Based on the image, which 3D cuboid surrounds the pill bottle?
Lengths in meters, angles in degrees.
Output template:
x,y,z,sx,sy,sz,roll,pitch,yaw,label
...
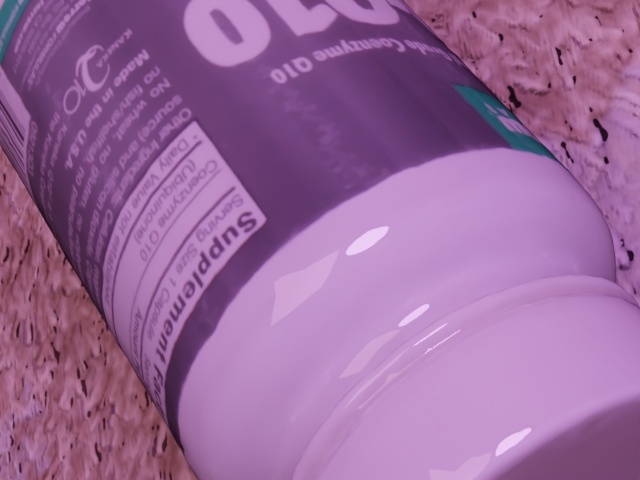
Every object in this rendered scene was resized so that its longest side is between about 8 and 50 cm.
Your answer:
x,y,z,sx,sy,sz,roll,pitch,yaw,label
0.000,0.000,0.653,0.204,0.204,0.361,-49,53,15,pill bottle
